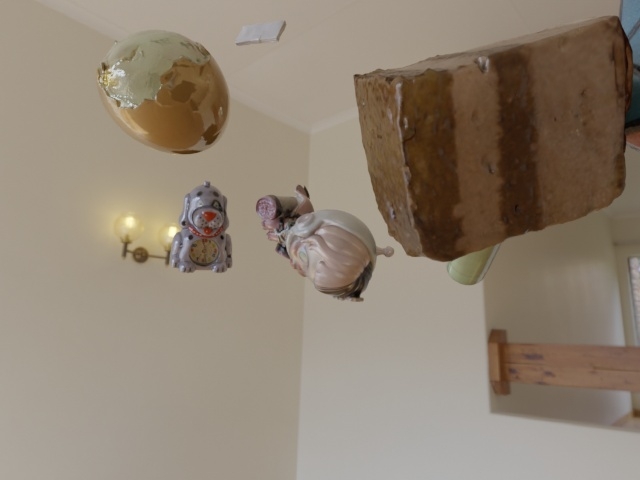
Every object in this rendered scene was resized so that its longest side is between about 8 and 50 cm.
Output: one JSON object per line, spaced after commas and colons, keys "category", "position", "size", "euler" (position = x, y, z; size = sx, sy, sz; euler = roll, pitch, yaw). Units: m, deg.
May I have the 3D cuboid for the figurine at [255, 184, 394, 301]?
{"category": "figurine", "position": [-0.004, -0.005, 1.205], "size": [0.361, 0.211, 0.253], "euler": [39, -7, 36]}

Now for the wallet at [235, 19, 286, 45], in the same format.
{"category": "wallet", "position": [-0.097, -0.334, 0.722], "size": [0.083, 0.044, 0.011], "euler": [7, -25, 25]}

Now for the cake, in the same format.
{"category": "cake", "position": [0.199, -0.122, 0.502], "size": [0.292, 0.199, 0.196], "euler": [-17, 19, -2]}

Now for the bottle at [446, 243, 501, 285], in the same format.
{"category": "bottle", "position": [0.250, -0.005, 0.709], "size": [0.072, 0.072, 0.202], "euler": [1, -33, 4]}

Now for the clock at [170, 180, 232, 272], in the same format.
{"category": "clock", "position": [-0.334, -0.044, 1.301], "size": [0.188, 0.254, 0.189], "euler": [11, 24, -5]}

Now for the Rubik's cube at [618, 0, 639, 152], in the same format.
{"category": "Rubik's cube", "position": [0.467, -0.197, 0.466], "size": [0.207, 0.205, 0.205], "euler": [17, -13, -17]}

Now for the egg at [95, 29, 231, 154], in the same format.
{"category": "egg", "position": [-0.261, -0.251, 0.795], "size": [0.201, 0.201, 0.244], "euler": [-2, -20, 17]}
